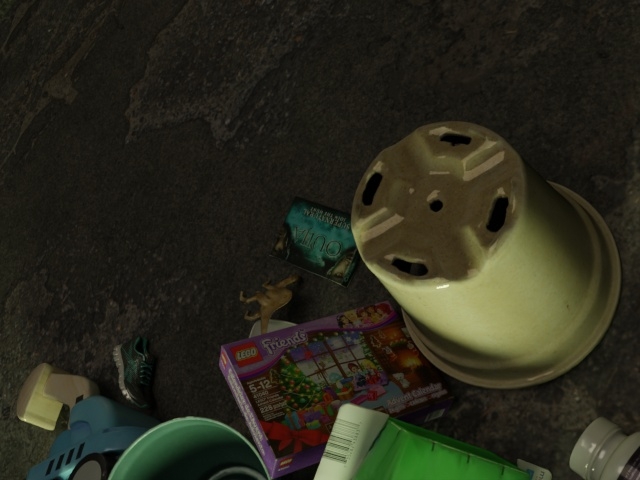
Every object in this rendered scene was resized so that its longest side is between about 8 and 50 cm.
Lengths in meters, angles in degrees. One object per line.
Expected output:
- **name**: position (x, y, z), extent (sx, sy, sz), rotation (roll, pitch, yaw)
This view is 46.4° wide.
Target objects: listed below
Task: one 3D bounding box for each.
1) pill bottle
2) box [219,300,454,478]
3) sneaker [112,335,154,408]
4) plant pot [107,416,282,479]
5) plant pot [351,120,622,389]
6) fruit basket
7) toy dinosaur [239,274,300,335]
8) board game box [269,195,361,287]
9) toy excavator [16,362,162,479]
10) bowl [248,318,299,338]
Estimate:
- **pill bottle**: position (0.403, 0.296, 0.889), extent (0.193, 0.108, 0.108), rotation (31, 92, 40)
- **box**: position (0.022, 0.209, 1.110), extent (0.201, 0.294, 0.057), rotation (56, 147, 36)
- **sneaker**: position (-0.368, 0.262, 1.513), extent (0.076, 0.065, 0.166), rotation (-39, 55, 14)
- **plant pot**: position (-0.171, 0.439, 1.183), extent (0.293, 0.196, 0.292), rotation (-7, 69, 17)
- **plant pot**: position (0.205, 0.005, 1.001), extent (0.334, 0.305, 0.333), rotation (-12, 63, 26)
- **fruit basket**: position (0.108, 0.418, 0.968), extent (0.165, 0.327, 0.352), rotation (-154, 85, -76)
- **toy dinosaur**: position (-0.095, 0.113, 1.315), extent (0.093, 0.053, 0.183), rotation (-4, 39, 29)
- **board game box**: position (0.000, 0.000, 1.361), extent (0.186, 0.026, 0.126), rotation (20, 85, 40)
- **toy excavator**: position (-0.445, 0.390, 1.456), extent (0.433, 0.222, 0.445), rotation (-30, 43, 25)
- **bowl**: position (-0.068, 0.214, 1.310), extent (0.142, 0.053, 0.141), rotation (6, 76, 39)
